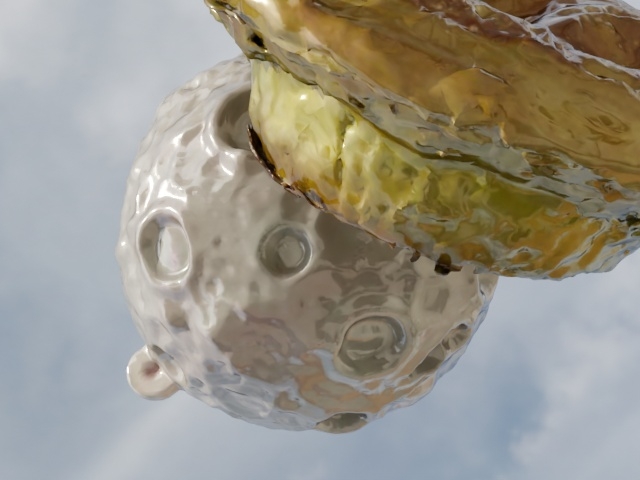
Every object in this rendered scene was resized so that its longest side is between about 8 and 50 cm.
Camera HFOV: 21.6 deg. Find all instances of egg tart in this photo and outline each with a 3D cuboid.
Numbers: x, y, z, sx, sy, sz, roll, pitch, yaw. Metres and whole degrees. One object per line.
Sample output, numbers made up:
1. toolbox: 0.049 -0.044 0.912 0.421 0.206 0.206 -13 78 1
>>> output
1. egg tart: 0.100 -0.089 1.093 0.443 0.443 0.178 12 -71 -29

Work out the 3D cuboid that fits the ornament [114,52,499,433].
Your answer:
1. ornament: 0.000 0.000 1.426 0.337 0.337 0.337 -1 -89 -30
